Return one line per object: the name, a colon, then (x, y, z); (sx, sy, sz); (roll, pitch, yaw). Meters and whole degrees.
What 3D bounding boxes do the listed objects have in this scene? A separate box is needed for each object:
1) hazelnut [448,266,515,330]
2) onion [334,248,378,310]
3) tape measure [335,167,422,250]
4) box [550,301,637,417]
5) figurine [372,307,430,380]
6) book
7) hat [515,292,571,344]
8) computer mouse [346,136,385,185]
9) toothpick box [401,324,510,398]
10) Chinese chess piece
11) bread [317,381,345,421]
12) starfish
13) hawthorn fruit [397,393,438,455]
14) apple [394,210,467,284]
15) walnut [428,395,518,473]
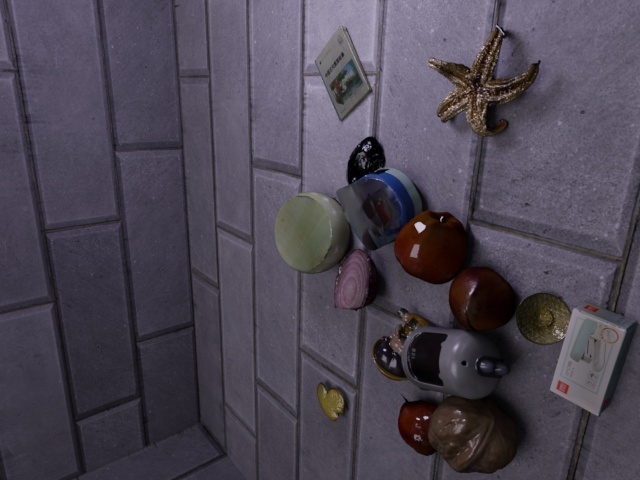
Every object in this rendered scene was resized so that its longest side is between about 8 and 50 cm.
hazelnut: (0.469, 0.181, 1.374); (0.208, 0.208, 0.208); (19, 114, 48)
onion: (0.164, 0.163, 1.855); (0.250, 0.111, 0.248); (-9, 70, 63)
tape measure: (0.224, -0.125, 1.624); (0.262, 0.138, 0.259); (-29, 91, 48)
box: (0.709, 0.309, 1.205); (0.135, 0.079, 0.270); (27, 120, 46)
figurine: (0.307, 0.391, 1.684); (0.192, 0.167, 0.257); (44, 109, 41)
book: (0.082, -0.641, 1.786); (0.215, 0.025, 0.283); (-36, 73, 51)
hat: (0.625, 0.219, 1.310); (0.145, 0.067, 0.146); (-1, 86, 12)
computer mouse: (0.157, -0.283, 1.750); (0.146, 0.077, 0.242); (46, 133, 37)
toothpick box: (0.434, 0.383, 1.451); (0.316, 0.229, 0.229); (-16, 87, 63)
Chinese chess piece: (-0.036, -0.033, 1.962); (0.349, 0.146, 0.350); (4, 96, 39)
bread: (0.059, 0.748, 2.189); (0.188, 0.065, 0.149); (51, 125, 35)
starfish: (0.445, -0.451, 1.311); (0.312, 0.113, 0.303); (36, 130, 30)
hawthorn fruit: (0.367, 0.660, 1.690); (0.235, 0.181, 0.181); (52, 137, 49)
apple: (0.350, 0.020, 1.475); (0.234, 0.234, 0.234); (19, 114, 48)
walnut: (0.482, 0.609, 1.461); (0.273, 0.227, 0.273); (25, 122, 46)
